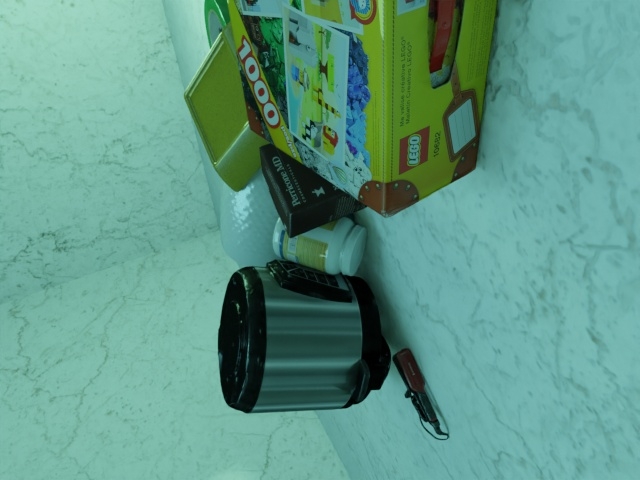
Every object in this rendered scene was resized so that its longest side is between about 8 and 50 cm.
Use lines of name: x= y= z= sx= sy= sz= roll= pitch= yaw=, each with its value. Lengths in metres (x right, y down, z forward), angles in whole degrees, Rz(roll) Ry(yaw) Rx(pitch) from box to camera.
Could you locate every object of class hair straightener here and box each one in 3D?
hair straightener: x=0.242 y=0.377 z=1.258 sx=0.231 sy=0.047 sz=0.089 roll=61 pitch=162 yaw=15

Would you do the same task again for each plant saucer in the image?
plant saucer: x=-0.221 y=-0.339 z=1.272 sx=0.332 sy=0.080 sz=0.333 roll=-40 pitch=69 yaw=42

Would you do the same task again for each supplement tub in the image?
supplement tub: x=0.000 y=0.000 z=1.255 sx=0.199 sy=0.144 sz=0.144 roll=17 pitch=139 yaw=18

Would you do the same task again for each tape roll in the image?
tape roll: x=-0.279 y=-0.605 z=1.622 sx=0.321 sy=0.077 sz=0.322 roll=161 pitch=90 yaw=-72

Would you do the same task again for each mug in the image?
mug: x=-0.117 y=-0.103 z=1.466 sx=0.374 sy=0.276 sz=0.328 roll=36 pitch=135 yaw=32

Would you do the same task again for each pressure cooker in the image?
pressure cooker: x=-0.033 y=0.253 z=1.343 sx=0.375 sy=0.419 sz=0.370 roll=129 pitch=141 yaw=-56

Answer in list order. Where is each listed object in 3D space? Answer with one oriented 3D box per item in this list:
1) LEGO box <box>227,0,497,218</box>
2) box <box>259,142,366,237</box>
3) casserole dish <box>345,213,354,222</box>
LEGO box: x=0.034 y=-0.344 z=0.696 sx=0.372 sy=0.193 sz=0.501 roll=38 pitch=146 yaw=41
box: x=-0.007 y=-0.135 z=1.128 sx=0.167 sy=0.203 sz=0.169 roll=103 pitch=143 yaw=-73
casserole dish: x=0.050 y=-0.046 z=1.368 sx=0.114 sy=0.036 sz=0.189 roll=51 pitch=154 yaw=46
